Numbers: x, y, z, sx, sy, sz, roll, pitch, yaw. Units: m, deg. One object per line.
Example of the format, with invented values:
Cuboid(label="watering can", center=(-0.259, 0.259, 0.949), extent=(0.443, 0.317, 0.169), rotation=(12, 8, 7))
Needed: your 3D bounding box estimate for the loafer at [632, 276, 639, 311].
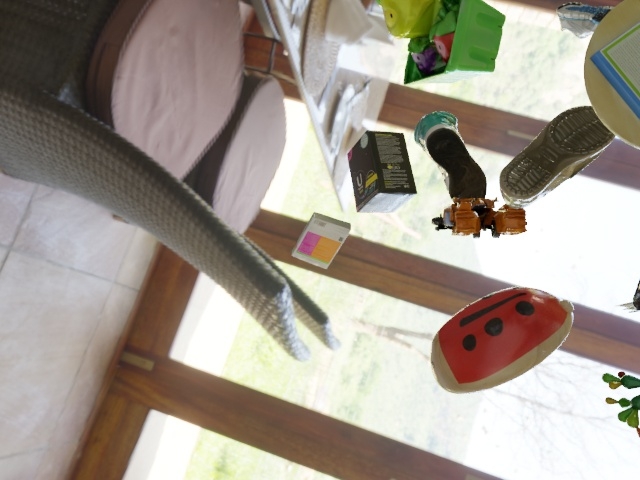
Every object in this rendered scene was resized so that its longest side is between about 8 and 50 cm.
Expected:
Cuboid(label="loafer", center=(0.768, 0.080, 1.317), extent=(0.223, 0.078, 0.076), rotation=(-39, -171, -32))

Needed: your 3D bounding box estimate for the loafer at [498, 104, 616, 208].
Cuboid(label="loafer", center=(0.421, -0.150, 1.043), extent=(0.269, 0.102, 0.092), rotation=(-33, 161, -12))

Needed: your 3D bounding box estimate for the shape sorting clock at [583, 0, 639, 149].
Cuboid(label="shape sorting clock", center=(0.417, -0.199, 0.678), extent=(0.040, 0.206, 0.206), rotation=(29, 78, -82))

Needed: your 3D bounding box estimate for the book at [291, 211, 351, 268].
Cuboid(label="book", center=(0.000, 0.000, 1.374), extent=(0.035, 0.096, 0.144), rotation=(-87, -159, -44))

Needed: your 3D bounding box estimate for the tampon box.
Cuboid(label="tampon box", center=(0.140, -0.159, 1.346), extent=(0.120, 0.102, 0.161), rotation=(136, -51, -59))

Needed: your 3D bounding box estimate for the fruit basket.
Cuboid(label="fruit basket", center=(0.319, -0.631, 1.734), extent=(0.392, 0.392, 0.282), rotation=(-21, 123, -78))

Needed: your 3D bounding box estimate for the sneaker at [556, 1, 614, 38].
Cuboid(label="sneaker", center=(0.714, -0.568, 1.510), extent=(0.071, 0.191, 0.083), rotation=(-37, 135, -16))

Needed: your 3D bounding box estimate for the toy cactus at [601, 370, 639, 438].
Cuboid(label="toy cactus", center=(0.804, 0.386, 1.402), extent=(0.180, 0.112, 0.219), rotation=(-60, -149, 22))

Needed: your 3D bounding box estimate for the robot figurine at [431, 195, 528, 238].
Cuboid(label="robot figurine", center=(0.363, -0.055, 1.298), extent=(0.291, 0.211, 0.085), rotation=(-45, 135, -81))

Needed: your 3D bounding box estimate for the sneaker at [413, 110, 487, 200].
Cuboid(label="sneaker", center=(0.337, -0.227, 1.518), extent=(0.295, 0.124, 0.178), rotation=(51, 19, -39))

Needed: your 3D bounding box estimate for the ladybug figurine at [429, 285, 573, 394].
Cuboid(label="ladybug figurine", center=(0.492, 0.266, 1.630), extent=(0.449, 0.162, 0.305), rotation=(-35, -165, 23))

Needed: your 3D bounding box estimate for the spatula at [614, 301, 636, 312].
Cuboid(label="spatula", center=(0.871, 0.149, 1.418), extent=(0.168, 0.242, 0.019), rotation=(16, 63, -74))
